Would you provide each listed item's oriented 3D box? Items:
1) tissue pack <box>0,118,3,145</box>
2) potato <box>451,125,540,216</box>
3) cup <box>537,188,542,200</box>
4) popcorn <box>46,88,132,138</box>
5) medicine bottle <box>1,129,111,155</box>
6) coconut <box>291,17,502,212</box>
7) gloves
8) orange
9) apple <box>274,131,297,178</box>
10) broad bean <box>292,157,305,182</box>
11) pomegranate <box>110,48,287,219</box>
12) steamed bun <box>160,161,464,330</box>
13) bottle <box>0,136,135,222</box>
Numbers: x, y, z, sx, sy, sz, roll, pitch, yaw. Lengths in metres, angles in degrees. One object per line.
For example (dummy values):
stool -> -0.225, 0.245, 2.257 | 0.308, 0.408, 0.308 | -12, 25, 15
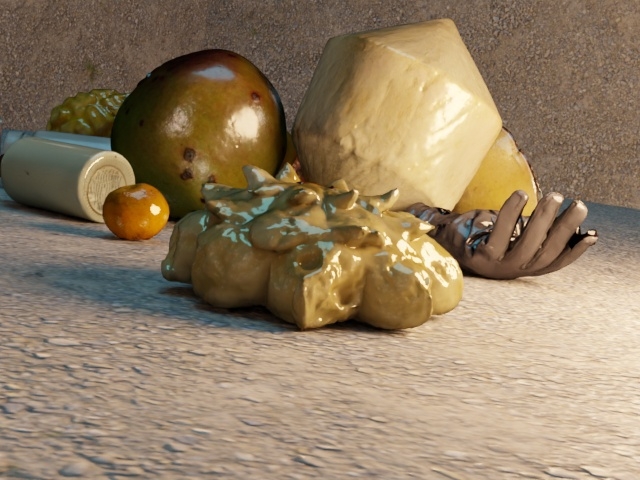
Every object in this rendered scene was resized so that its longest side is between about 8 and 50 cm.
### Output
tissue pack -> -0.666, -0.172, 1.918 | 0.225, 0.124, 0.185 | 4, 10, -18
potato -> 0.250, -0.068, 1.735 | 0.117, 0.202, 0.182 | -12, 19, -13
cup -> 0.366, -0.065, 2.175 | 0.129, 0.095, 0.128 | 11, 8, 44
popcorn -> -0.411, -0.198, 2.187 | 0.250, 0.189, 0.250 | -4, 1, 0
medicine bottle -> -0.441, -0.133, 1.901 | 0.187, 0.102, 0.103 | 6, 7, -3
coconut -> 0.119, -0.185, 1.641 | 0.329, 0.328, 0.329 | 7, 7, -1
gloves -> 0.232, -0.006, 1.466 | 0.286, 0.119, 0.142 | -6, 7, 43
orange -> -0.234, -0.035, 1.412 | 0.083, 0.070, 0.083 | -7, 14, 2
apple -> -0.213, -0.158, 2.007 | 0.346, 0.179, 0.254 | 14, 7, 29
broad bean -> -0.113, -0.157, 2.368 | 0.229, 0.122, 0.156 | 12, 10, 14
pomegranate -> -0.173, -0.126, 1.706 | 0.291, 0.323, 0.290 | -17, 25, 8
steamed bun -> 0.000, 0.000, 1.087 | 0.292, 0.137, 0.295 | 10, 5, 5
bottle -> -0.383, -0.093, 1.610 | 0.245, 0.104, 0.104 | 13, 9, 38
